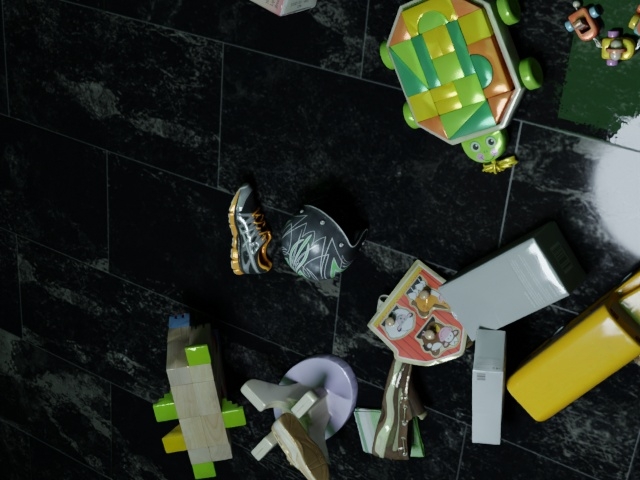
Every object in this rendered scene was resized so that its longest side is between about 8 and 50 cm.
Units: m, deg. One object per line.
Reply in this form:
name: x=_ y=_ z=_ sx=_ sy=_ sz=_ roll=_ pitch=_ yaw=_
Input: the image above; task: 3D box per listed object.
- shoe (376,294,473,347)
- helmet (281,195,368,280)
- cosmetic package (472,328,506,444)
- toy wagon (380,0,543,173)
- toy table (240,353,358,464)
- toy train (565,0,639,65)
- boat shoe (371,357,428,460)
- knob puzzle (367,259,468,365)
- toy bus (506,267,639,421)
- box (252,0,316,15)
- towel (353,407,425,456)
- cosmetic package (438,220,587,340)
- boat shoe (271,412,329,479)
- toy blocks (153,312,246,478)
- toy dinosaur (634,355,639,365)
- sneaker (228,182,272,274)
shoe: x=0.205 y=0.163 z=1.982 sx=0.219 sy=0.076 sz=0.058 roll=17 pitch=125 yaw=31
helmet: x=0.000 y=0.000 z=1.997 sx=0.169 sy=0.161 sz=0.169 roll=14 pitch=117 yaw=29
cosmetic package: x=0.321 y=0.281 z=1.882 sx=0.060 sy=0.099 sz=0.239 roll=2 pitch=137 yaw=10
toy wagon: x=0.259 y=-0.277 z=1.760 sx=0.267 sy=0.068 sz=0.344 roll=-15 pitch=101 yaw=38
toy table: x=-0.045 y=0.384 z=2.199 sx=0.252 sy=0.161 sz=0.274 roll=36 pitch=125 yaw=17
toy train: x=0.478 y=-0.350 z=1.591 sx=0.166 sy=0.046 sz=0.125 roll=-22 pitch=97 yaw=39
boat shoe: x=0.181 y=0.342 z=2.068 sx=0.095 sy=0.095 sz=0.257 roll=15 pitch=111 yaw=13
knob puzzle: x=0.206 y=0.159 z=1.936 sx=0.213 sy=0.030 sz=0.213 roll=-6 pitch=76 yaw=25
toy bus: x=0.488 y=0.184 z=1.762 sx=0.108 sy=0.130 sz=0.333 roll=48 pitch=129 yaw=7
box: x=-0.113 y=-0.544 z=1.863 sx=0.232 sy=0.127 sz=0.149 roll=31 pitch=125 yaw=20
towel: x=0.152 y=0.420 z=2.170 sx=0.152 sy=0.023 sz=0.113 roll=-3 pitch=110 yaw=33
cosmetic package: x=0.351 y=0.078 z=1.831 sx=0.238 sy=0.107 sz=0.127 roll=-30 pitch=92 yaw=42
boat shoe: x=-0.044 y=0.446 z=2.088 sx=0.059 sy=0.063 sz=0.170 roll=-42 pitch=75 yaw=39
toy blocks: x=-0.277 y=0.316 z=2.282 sx=0.190 sy=0.261 sz=0.381 roll=-9 pitch=124 yaw=-1
toy dinosaur: x=0.643 y=0.259 z=1.731 sx=0.211 sy=0.064 sz=0.112 roll=17 pitch=118 yaw=27
sneaker: x=-0.148 y=-0.024 z=2.151 sx=0.083 sy=0.084 sz=0.215 roll=7 pitch=118 yaw=18
